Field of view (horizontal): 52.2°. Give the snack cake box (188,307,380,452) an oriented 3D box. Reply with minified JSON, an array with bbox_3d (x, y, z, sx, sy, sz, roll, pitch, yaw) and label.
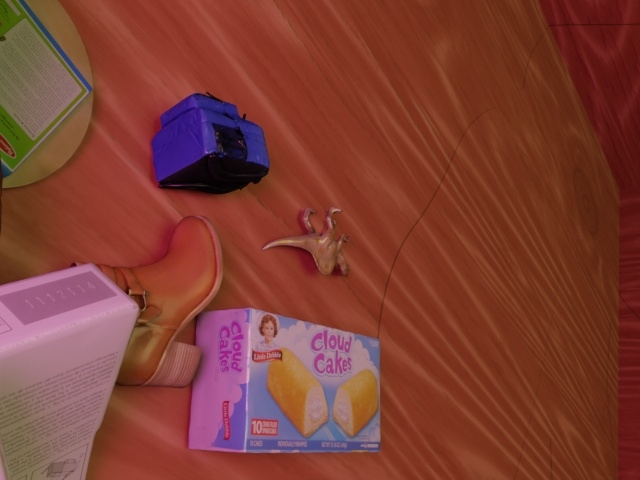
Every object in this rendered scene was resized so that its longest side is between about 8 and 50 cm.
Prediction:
[{"bbox_3d":[-0.031,0.179,0.799,0.264,0.089,0.152,22,65,-50],"label":"snack cake box"}]

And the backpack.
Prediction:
[{"bbox_3d":[-0.117,-0.109,0.751,0.120,0.098,0.101,10,70,-52],"label":"backpack"}]

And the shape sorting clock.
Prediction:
[{"bbox_3d":[-0.292,-0.148,0.571,0.206,0.040,0.206,10,78,-56],"label":"shape sorting clock"}]

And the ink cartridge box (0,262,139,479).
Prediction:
[{"bbox_3d":[-0.279,0.165,0.428,0.296,0.066,0.261,-18,138,-54],"label":"ink cartridge box"}]

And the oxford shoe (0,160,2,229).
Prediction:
[{"bbox_3d":[-0.302,-0.086,0.450,0.147,0.140,0.396,-3,102,-27],"label":"oxford shoe"}]

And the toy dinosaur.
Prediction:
[{"bbox_3d":[0.000,0.000,0.920,0.183,0.053,0.092,25,63,-48],"label":"toy dinosaur"}]

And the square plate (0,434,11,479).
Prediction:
[{"bbox_3d":[-0.293,0.264,0.316,0.347,0.049,0.344,-49,160,-47],"label":"square plate"}]

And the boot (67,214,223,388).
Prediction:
[{"bbox_3d":[-0.180,0.043,0.650,0.152,0.073,0.197,27,57,-43],"label":"boot"}]
